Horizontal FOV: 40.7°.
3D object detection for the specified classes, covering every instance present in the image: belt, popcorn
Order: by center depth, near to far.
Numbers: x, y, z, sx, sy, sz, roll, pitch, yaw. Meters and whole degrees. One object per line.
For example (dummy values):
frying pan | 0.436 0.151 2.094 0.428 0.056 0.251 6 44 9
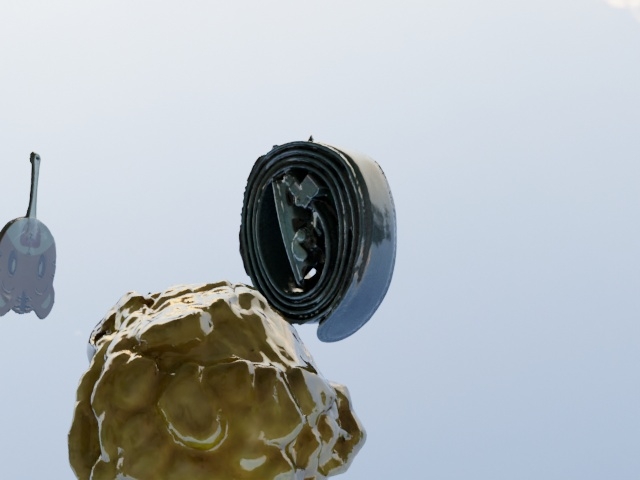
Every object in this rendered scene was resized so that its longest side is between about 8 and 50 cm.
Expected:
popcorn | -0.080 0.138 0.675 0.190 0.250 0.250 -43 -133 13
belt | 0.000 0.000 1.127 0.207 0.116 0.267 -9 -97 38

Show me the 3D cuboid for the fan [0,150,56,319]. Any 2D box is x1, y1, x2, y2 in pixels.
fan | -0.390 -0.007 1.159 0.008 0.152 0.226 3 -94 15
